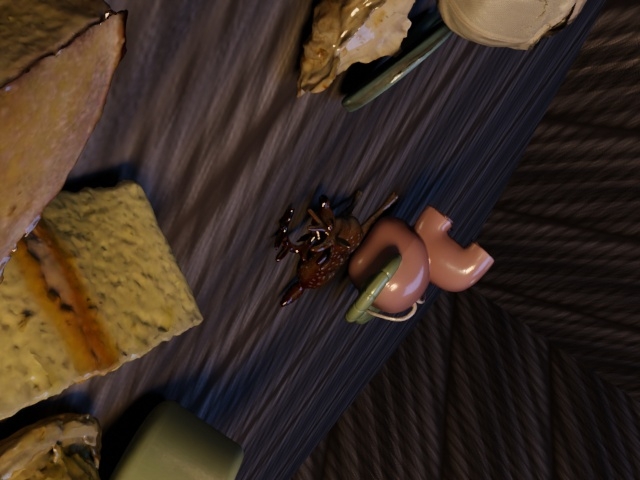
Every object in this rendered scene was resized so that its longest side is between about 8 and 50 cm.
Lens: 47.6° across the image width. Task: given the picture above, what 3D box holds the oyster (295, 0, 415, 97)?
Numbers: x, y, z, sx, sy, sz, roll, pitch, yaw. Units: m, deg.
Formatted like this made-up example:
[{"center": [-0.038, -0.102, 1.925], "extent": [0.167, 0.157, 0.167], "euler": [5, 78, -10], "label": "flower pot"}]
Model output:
[{"center": [0.054, -0.235, 0.667], "extent": [0.233, 0.107, 0.161], "euler": [-45, -176, 36], "label": "oyster"}]

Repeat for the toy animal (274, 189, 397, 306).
[{"center": [0.016, 0.010, 1.060], "extent": [0.260, 0.087, 0.244], "euler": [-44, 160, -43], "label": "toy animal"}]

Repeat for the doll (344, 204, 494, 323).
[{"center": [0.160, 0.068, 1.376], "extent": [0.268, 0.216, 0.284], "euler": [-49, 167, 2], "label": "doll"}]

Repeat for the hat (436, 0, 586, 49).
[{"center": [0.194, -0.332, 0.727], "extent": [0.232, 0.160, 0.275], "euler": [171, -70, -73], "label": "hat"}]

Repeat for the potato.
[{"center": [-0.200, -0.023, 0.325], "extent": [0.243, 0.098, 0.138], "euler": [-50, 168, -37], "label": "potato"}]

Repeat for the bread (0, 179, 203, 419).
[{"center": [-0.201, 0.057, 0.482], "extent": [0.266, 0.141, 0.178], "euler": [-30, 136, -59], "label": "bread"}]

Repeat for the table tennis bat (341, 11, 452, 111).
[{"center": [0.103, -0.220, 0.853], "extent": [0.149, 0.038, 0.237], "euler": [-31, -167, 40], "label": "table tennis bat"}]

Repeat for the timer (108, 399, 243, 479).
[{"center": [-0.120, 0.392, 0.903], "extent": [0.291, 0.315, 0.291], "euler": [23, 90, -88], "label": "timer"}]

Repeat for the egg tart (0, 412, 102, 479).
[{"center": [-0.301, 0.289, 0.688], "extent": [0.279, 0.095, 0.279], "euler": [-51, 165, -19], "label": "egg tart"}]
